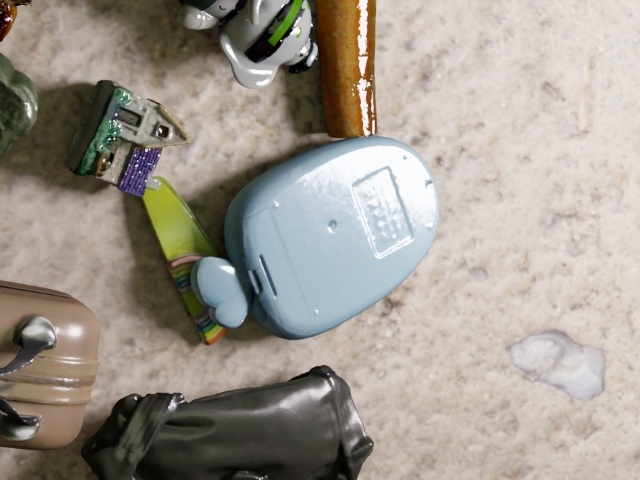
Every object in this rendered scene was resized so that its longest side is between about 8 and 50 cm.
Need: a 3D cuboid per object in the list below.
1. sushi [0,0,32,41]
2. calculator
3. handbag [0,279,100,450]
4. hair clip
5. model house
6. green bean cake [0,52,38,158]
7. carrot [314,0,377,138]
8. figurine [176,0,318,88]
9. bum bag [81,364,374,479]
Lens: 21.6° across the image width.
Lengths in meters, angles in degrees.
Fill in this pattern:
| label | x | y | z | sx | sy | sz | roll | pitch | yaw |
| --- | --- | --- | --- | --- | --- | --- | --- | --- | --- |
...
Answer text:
| label | x | y | z | sx | sy | sz | roll | pitch | yaw |
| --- | --- | --- | --- | --- | --- | --- | --- | --- | --- |
| sushi | -0.330 | -0.209 | 1.642 | 0.050 | 0.047 | 0.099 | 39 | 85 | -21 |
| calculator | 0.000 | 0.000 | 1.785 | 0.303 | 0.042 | 0.188 | -30 | 111 | -25 |
| handbag | -0.349 | 0.106 | 1.542 | 0.302 | 0.283 | 0.149 | 12 | 93 | -23 |
| hair clip | -0.135 | 0.017 | 1.753 | 0.060 | 0.033 | 0.188 | -31 | 106 | -19 |
| model house | -0.189 | -0.097 | 1.689 | 0.100 | 0.088 | 0.100 | 24 | 90 | -21 |
| green bean cake | -0.384 | -0.128 | 1.583 | 0.185 | 0.094 | 0.183 | 41 | 101 | -17 |
| carrot | 0.027 | -0.222 | 1.774 | 0.067 | 0.067 | 0.225 | -6 | 99 | -21 |
| figurine | -0.073 | -0.238 | 1.707 | 0.192 | 0.126 | 0.147 | 38 | 62 | -33 |
| bum bag | -0.093 | 0.205 | 1.769 | 0.326 | 0.080 | 0.142 | -2 | 104 | -25 |
